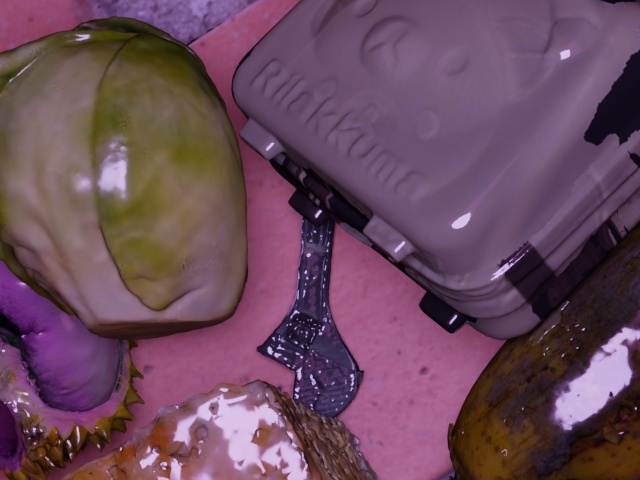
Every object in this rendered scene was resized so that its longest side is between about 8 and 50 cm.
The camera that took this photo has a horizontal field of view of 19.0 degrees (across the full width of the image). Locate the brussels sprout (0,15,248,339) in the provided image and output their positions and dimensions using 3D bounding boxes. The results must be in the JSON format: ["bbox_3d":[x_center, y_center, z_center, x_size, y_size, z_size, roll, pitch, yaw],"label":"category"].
[{"bbox_3d":[-0.173,-0.055,1.568,0.227,0.259,0.294,-20,76,7],"label":"brussels sprout"}]

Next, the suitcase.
[{"bbox_3d":[0.128,-0.132,1.502,0.339,0.194,0.351,-44,44,-6],"label":"suitcase"}]

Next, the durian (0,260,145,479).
[{"bbox_3d":[-0.256,0.090,1.629,0.186,0.154,0.260,-20,64,-17],"label":"durian"}]

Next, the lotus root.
[{"bbox_3d":[0.267,0.083,1.491,0.397,0.196,0.179,-41,84,-1],"label":"lotus root"}]

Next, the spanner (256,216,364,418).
[{"bbox_3d":[0.000,0.000,1.645,0.093,0.026,0.325,3,79,11],"label":"spanner"}]

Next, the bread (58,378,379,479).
[{"bbox_3d":[-0.080,0.284,1.497,0.315,0.248,0.279,-40,73,6],"label":"bread"}]
